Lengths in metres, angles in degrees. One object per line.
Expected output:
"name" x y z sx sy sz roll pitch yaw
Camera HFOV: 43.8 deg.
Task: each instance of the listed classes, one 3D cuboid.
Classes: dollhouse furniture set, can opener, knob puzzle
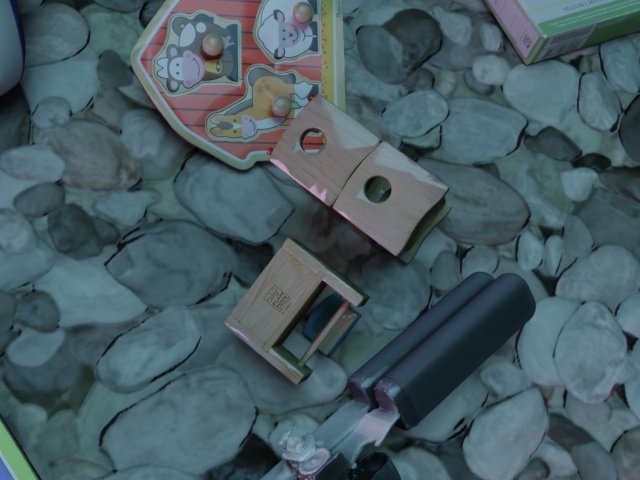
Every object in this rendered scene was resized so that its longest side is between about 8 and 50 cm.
"dollhouse furniture set" 0.000 0.000 0.656 0.129 0.129 0.184 38 93 11
"can opener" 0.064 0.128 0.620 0.280 0.074 0.093 -41 110 -23
"knob puzzle" -0.071 -0.160 0.713 0.213 0.030 0.213 0 89 -13

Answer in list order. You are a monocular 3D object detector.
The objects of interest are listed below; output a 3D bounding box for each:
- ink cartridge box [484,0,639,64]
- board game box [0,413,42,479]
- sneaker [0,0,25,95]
"ink cartridge box" 0.245 -0.315 0.879 0.171 0.056 0.235 -20 70 -18
"board game box" -0.295 0.180 0.480 0.233 0.078 0.347 -33 84 -23
"sneaker" -0.297 -0.306 0.742 0.236 0.130 0.323 -38 107 -55
